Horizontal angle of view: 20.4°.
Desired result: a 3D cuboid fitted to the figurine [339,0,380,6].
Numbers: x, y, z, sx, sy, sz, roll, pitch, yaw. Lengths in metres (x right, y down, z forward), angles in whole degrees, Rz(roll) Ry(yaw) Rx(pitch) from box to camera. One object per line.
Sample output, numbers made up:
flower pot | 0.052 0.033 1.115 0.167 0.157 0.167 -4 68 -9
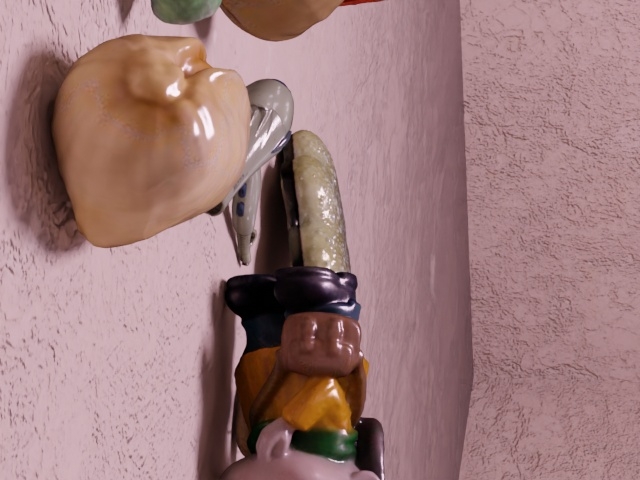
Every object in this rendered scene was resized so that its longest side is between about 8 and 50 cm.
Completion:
figurine | 0.009 -0.376 1.755 0.226 0.160 0.183 67 24 -46

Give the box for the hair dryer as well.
hair dryer | -0.080 -0.032 1.567 0.167 0.067 0.199 -52 157 -59

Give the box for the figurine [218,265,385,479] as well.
figurine | -0.006 0.197 1.581 0.204 0.185 0.332 30 60 -38

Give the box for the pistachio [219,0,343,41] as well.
pistachio | -0.028 -0.308 1.468 0.162 0.181 0.293 36 -47 50

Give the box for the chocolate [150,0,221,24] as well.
chocolate | -0.105 -0.285 1.211 0.110 0.110 0.291 -77 167 -50

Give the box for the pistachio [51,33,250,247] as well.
pistachio | -0.114 -0.064 1.154 0.145 0.117 0.200 -50 175 -2

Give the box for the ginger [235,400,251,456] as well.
ginger | -0.050 0.136 1.712 0.173 0.051 0.069 -62 163 -54

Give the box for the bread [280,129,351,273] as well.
bread | 0.000 0.000 1.833 0.207 0.056 0.287 78 4 -50
